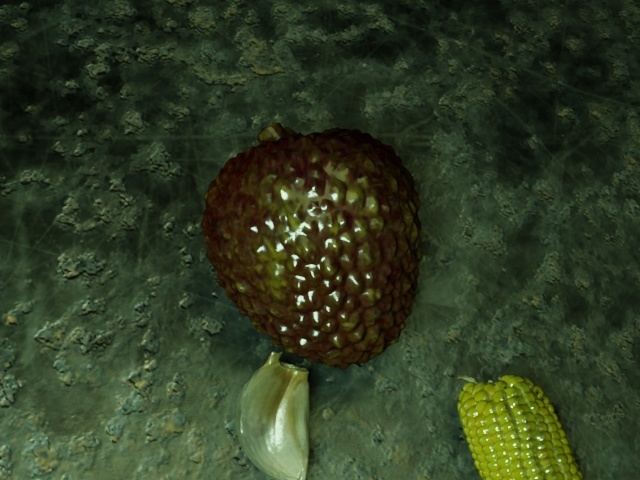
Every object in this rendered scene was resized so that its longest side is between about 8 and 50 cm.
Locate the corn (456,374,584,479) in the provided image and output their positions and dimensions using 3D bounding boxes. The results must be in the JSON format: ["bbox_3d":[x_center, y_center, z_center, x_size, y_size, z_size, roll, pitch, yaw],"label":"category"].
[{"bbox_3d":[0.222,0.261,1.089,0.102,0.101,0.310,-11,60,-16],"label":"corn"}]

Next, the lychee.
[{"bbox_3d":[0.000,0.000,1.136,0.236,0.236,0.271,-23,91,-22],"label":"lychee"}]

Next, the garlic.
[{"bbox_3d":[-0.050,0.189,1.097,0.066,0.084,0.152,12,74,-37],"label":"garlic"}]
